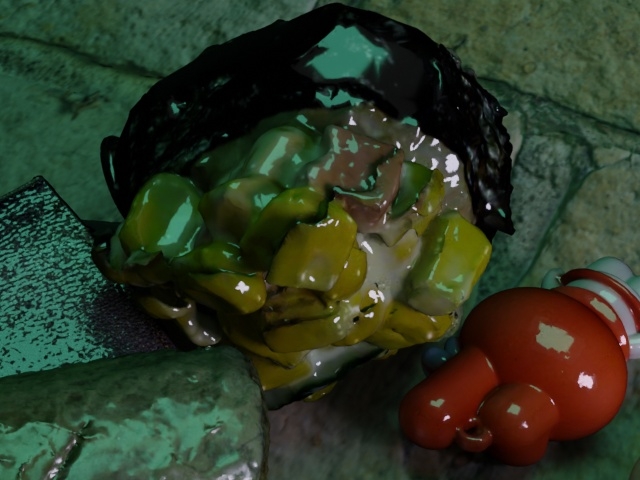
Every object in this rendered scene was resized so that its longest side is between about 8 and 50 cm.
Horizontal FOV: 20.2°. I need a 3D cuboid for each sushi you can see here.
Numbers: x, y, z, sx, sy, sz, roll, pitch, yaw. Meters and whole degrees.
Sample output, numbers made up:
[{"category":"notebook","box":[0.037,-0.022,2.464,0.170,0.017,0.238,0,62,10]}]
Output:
[{"category":"sushi","box":[0.000,0.000,1.531,0.327,0.329,0.285,-19,43,22]}]

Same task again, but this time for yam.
[{"category":"yam","box":[-0.182,0.186,1.346,0.300,0.195,0.195,-9,40,-20]}]

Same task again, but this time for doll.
[{"category":"doll","box":[0.192,0.108,1.573,0.161,0.130,0.290,34,49,27]}]

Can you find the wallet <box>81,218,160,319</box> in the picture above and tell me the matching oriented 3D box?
[{"category":"wallet","box":[-0.260,0.027,1.663,0.245,0.052,0.169,7,34,2]}]

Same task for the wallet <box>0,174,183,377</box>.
[{"category":"wallet","box":[-0.264,0.081,1.537,0.221,0.071,0.262,-28,59,-27]}]

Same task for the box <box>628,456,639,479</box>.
[{"category":"box","box":[0.354,0.210,1.498,0.200,0.088,0.146,-12,40,-27]}]
